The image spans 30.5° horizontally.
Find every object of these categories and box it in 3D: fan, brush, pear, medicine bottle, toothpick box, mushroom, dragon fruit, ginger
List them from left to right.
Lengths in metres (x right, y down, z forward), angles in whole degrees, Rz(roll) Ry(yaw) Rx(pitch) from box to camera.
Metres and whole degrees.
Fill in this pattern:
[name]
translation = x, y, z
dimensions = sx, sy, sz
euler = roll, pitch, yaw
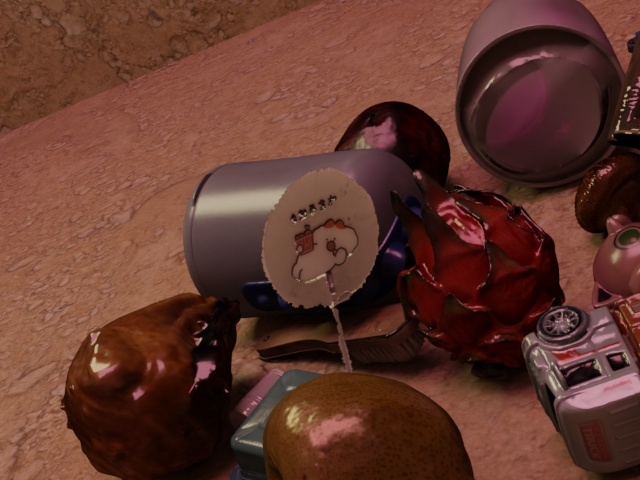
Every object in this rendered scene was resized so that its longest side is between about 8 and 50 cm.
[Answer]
[ginger]
translation = -0.221, 0.188, 1.536
dimensions = 0.223, 0.200, 0.269
euler = 4, 31, -5
[medicine bottle]
translation = -0.071, 0.214, 1.524
dimensions = 0.057, 0.057, 0.089
euler = 1, 35, 45
[toothpick box]
translation = 0.000, 0.000, 1.682
dimensions = 0.354, 0.263, 0.263
euler = -5, 31, 34
[fan]
translation = 0.014, 0.064, 1.526
dimensions = 0.190, 0.329, 0.009
euler = -25, -22, 29
[brush]
translation = 0.025, 0.140, 1.593
dimensions = 0.327, 0.065, 0.070
euler = -12, 33, 50
[pear]
translation = 0.055, 0.240, 1.159
dimensions = 0.211, 0.229, 0.188
euler = -6, -16, -9
[dragon fruit]
translation = 0.186, 0.035, 1.409
dimensions = 0.193, 0.274, 0.192
euler = -20, -5, -3
[mushroom]
translation = 0.394, -0.063, 1.576
dimensions = 0.126, 0.109, 0.085
euler = -20, 14, -28

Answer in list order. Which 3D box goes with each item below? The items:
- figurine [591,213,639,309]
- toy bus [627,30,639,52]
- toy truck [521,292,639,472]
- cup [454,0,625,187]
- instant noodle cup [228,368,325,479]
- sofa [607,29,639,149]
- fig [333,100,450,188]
[figurine]
translation = 0.381, 0.033, 1.366
dimensions = 0.125, 0.125, 0.138
euler = -11, 41, 30
[toy bus]
translation = 0.549, -0.246, 1.781
dimensions = 0.134, 0.113, 0.246
euler = -14, 24, 12
[toy truck]
translation = 0.370, 0.126, 1.176
dimensions = 0.305, 0.136, 0.162
euler = -20, 33, 7
[cup]
translation = 0.339, -0.264, 1.855
dimensions = 0.253, 0.253, 0.371
euler = -19, 23, 15
[instant noodle cup]
translation = -0.024, 0.227, 1.418
dimensions = 0.157, 0.070, 0.179
euler = 3, 42, 45
[sofa]
translation = 0.516, -0.197, 1.519
dimensions = 0.258, 0.182, 0.200
euler = 12, 80, 46
[fig]
translation = 0.082, -0.111, 1.895
dimensions = 0.249, 0.186, 0.204
euler = -20, 38, 28
